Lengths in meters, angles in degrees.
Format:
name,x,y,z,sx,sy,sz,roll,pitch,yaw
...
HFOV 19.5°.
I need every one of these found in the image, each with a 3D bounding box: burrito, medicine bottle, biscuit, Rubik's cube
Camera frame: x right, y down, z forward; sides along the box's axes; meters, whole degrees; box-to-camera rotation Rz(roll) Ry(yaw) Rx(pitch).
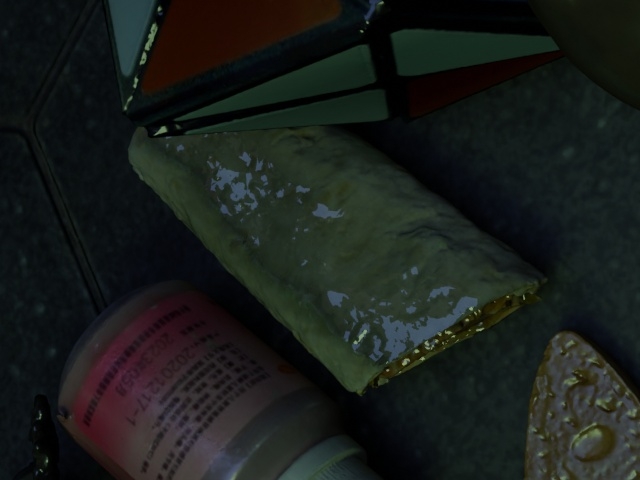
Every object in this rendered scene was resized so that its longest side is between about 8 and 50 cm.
name,x,y,z,sx,sy,sz,roll,pitch,yaw
burrito,0.003,-0.003,1.271,0.299,0.105,0.143,39,103,24
medicine bottle,-0.058,0.145,1.279,0.247,0.147,0.147,38,106,22
biscuit,0.192,0.178,1.206,0.162,0.035,0.250,-17,82,22
Rubik's cube,0.019,-0.211,1.154,0.250,0.248,0.246,-18,79,46

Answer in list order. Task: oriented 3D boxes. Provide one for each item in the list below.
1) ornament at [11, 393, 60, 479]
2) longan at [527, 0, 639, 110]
name,x,y,z,sx,sy,sz,roll,pitch,yaw
ornament,-0.212,0.248,1.336,0.106,0.251,0.260,-4,74,-9
longan,0.213,-0.228,0.976,0.288,0.288,0.350,-17,86,27
